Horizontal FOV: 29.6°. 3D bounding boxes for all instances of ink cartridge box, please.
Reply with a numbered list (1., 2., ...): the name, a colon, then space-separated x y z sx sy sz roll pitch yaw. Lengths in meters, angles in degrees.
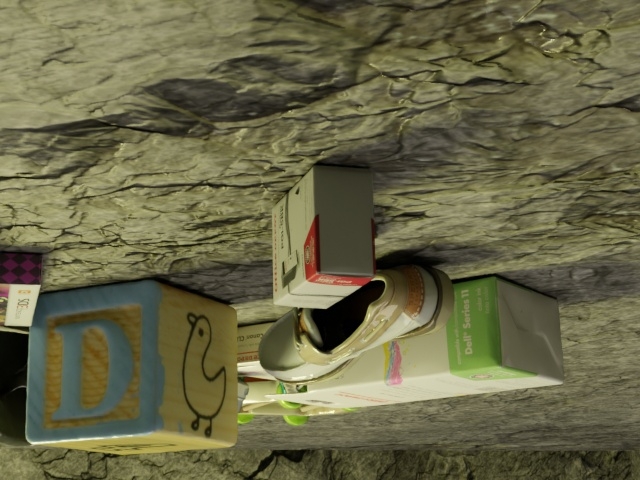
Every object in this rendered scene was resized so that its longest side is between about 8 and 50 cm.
1. ink cartridge box: -0.060 0.161 1.760 0.115 0.067 0.198 -11 164 34
2. ink cartridge box: 0.118 0.144 1.608 0.353 0.119 0.207 -12 163 31
3. ink cartridge box: 0.000 0.000 1.085 0.056 0.099 0.135 3 164 -18

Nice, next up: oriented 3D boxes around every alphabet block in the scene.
1. alphabet block: -0.232 0.166 1.524 0.193 0.192 0.197 -6 166 25

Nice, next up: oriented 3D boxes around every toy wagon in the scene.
1. toy wagon: -0.086 0.299 2.289 0.344 0.068 0.267 6 163 -24

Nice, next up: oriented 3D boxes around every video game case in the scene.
1. video game case: -0.436 0.055 1.364 0.232 0.041 0.210 3 163 -16

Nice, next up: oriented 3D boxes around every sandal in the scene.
1. sandal: -0.348 0.190 1.730 0.107 0.167 0.446 -36 160 22

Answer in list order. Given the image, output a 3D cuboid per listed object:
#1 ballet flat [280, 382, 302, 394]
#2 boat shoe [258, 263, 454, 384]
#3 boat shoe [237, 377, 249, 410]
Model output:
1. ballet flat: -0.045 0.235 2.075 0.052 0.057 0.168 -11 166 -2
2. boat shoe: 0.015 0.094 1.451 0.103 0.113 0.302 13 149 -41
3. boat shoe: -0.219 0.201 1.743 0.228 0.081 0.079 22 179 1
